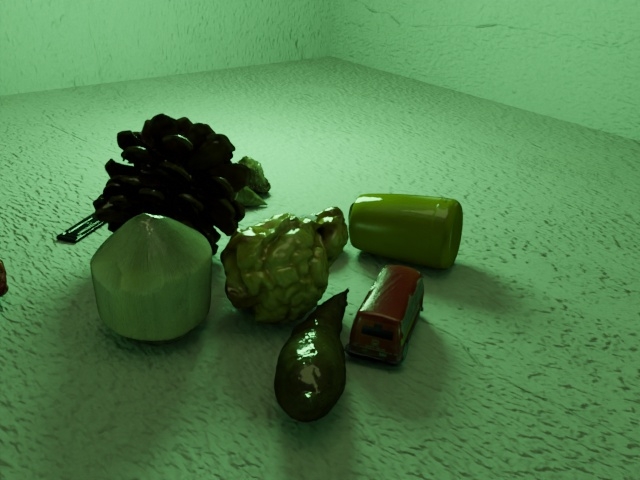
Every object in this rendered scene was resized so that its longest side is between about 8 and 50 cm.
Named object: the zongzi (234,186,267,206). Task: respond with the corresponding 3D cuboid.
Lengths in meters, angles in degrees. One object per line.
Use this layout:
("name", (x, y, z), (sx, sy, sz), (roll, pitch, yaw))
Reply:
("zongzi", (-0.266, -0.137, 2.221), (0.178, 0.081, 0.189), (19, -4, -30))

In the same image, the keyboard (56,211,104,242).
("keyboard", (-0.615, -0.041, 2.007), (0.061, 0.013, 0.204), (10, 25, 15))

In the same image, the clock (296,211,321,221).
("clock", (-0.012, -0.043, 2.037), (0.087, 0.041, 0.129), (-24, 31, -39))

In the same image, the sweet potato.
("sweet potato", (-0.007, 0.208, 1.399), (0.130, 0.131, 0.423), (6, 20, 7))

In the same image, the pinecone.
("pinecone", (-0.358, -0.081, 1.758), (0.384, 0.385, 0.384), (2, 25, -1))

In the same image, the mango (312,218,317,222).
("mango", (0.000, 0.000, 1.896), (0.102, 0.085, 0.184), (13, 32, 22))

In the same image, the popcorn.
("popcorn", (-0.074, 0.046, 1.624), (0.332, 0.225, 0.265), (-34, 11, -29))

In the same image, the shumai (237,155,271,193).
("shumai", (-0.210, -0.189, 2.269), (0.139, 0.105, 0.123), (37, 2, -10))

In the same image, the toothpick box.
("toothpick box", (0.205, -0.032, 1.882), (0.271, 0.175, 0.175), (9, 25, 21))

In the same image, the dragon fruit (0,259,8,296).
("dragon fruit", (-0.724, 0.084, 1.599), (0.166, 0.133, 0.136), (25, 75, 42))

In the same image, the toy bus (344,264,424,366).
("toy bus", (0.143, 0.143, 1.550), (0.121, 0.120, 0.265), (11, 27, 16))

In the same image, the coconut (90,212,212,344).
("coconut", (-0.334, 0.064, 1.504), (0.237, 0.266, 0.237), (6, 32, -3))
